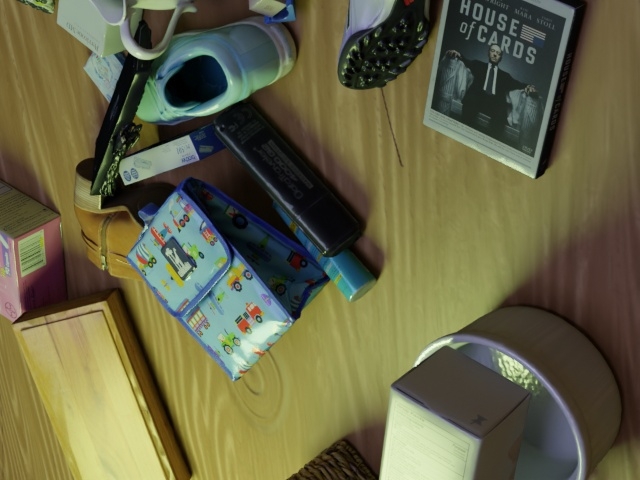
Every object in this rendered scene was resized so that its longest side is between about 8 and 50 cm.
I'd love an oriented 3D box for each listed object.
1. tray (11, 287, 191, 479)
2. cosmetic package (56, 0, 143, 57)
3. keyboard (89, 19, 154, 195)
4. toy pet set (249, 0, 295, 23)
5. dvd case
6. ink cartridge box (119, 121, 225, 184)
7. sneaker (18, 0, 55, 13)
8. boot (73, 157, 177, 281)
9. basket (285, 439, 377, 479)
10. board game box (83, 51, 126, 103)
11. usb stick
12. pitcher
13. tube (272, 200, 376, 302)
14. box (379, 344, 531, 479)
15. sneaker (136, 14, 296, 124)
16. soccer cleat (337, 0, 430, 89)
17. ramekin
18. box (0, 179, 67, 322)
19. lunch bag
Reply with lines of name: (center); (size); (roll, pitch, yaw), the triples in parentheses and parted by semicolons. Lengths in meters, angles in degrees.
tray: (-0.415, 0.311, 2.422); (0.203, 0.076, 0.411); (-14, 106, 15)
cosmetic package: (-0.333, -0.410, 1.958); (0.117, 0.085, 0.231); (38, 134, 24)
keyboard: (-0.307, -0.172, 1.958); (0.317, 0.033, 0.201); (122, 153, -50)
toy pet set: (-0.057, -0.365, 1.747); (0.122, 0.065, 0.114); (-27, 59, 47)
dvd case: (0.220, -0.214, 1.568); (0.179, 0.029, 0.238); (30, 133, 28)
ink cartridge box: (-0.225, -0.141, 2.005); (0.207, 0.097, 0.046); (-13, 103, 48)
sneaker: (-0.451, -0.430, 2.025); (0.107, 0.110, 0.275); (25, 176, -19)
boot: (-0.310, 0.003, 2.181); (0.283, 0.109, 0.220); (25, 138, 19)
basket: (0.017, 0.524, 2.081); (0.299, 0.223, 0.213); (49, 139, 9)
board game box: (-0.345, -0.278, 2.100); (0.090, 0.020, 0.090); (53, 139, 6)
usb stick: (-0.050, -0.091, 1.881); (0.278, 0.077, 0.045); (48, 165, 12)
pitcher: (-0.226, -0.356, 1.788); (0.125, 0.207, 0.177); (-21, 99, 49)
tube: (0.000, 0.000, 1.911); (0.207, 0.052, 0.080); (49, 144, 17)
box: (0.165, 0.309, 1.667); (0.148, 0.121, 0.311); (30, 132, 30)
sneaker: (-0.205, -0.241, 1.883); (0.366, 0.150, 0.135); (-17, 100, 49)
soccer cleat: (0.085, -0.321, 1.600); (0.318, 0.109, 0.116); (110, 147, -51)
ramekin: (0.267, 0.223, 1.711); (0.277, 0.135, 0.277); (24, 129, 34)
box: (-0.622, 0.014, 2.484); (0.243, 0.117, 0.213); (28, 131, 31)
lunch bag: (-0.161, 0.039, 1.982); (0.293, 0.138, 0.221); (42, 137, 0)
